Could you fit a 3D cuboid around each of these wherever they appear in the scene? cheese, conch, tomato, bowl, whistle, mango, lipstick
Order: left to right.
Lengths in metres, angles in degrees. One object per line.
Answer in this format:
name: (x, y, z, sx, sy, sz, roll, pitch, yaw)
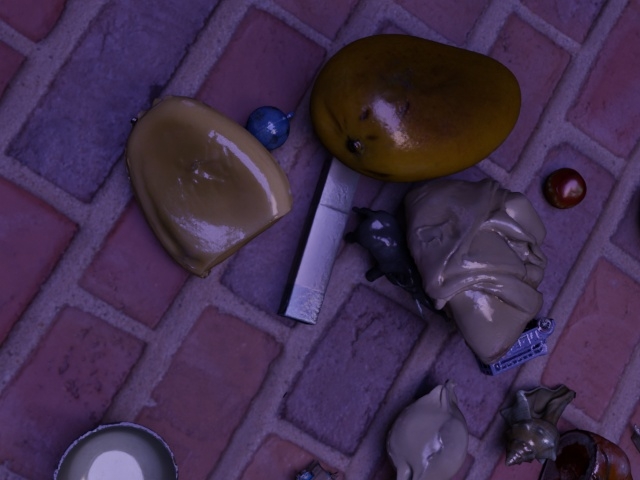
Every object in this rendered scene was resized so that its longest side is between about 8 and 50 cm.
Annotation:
bowl: (-0.357, 0.414, 1.580, 0.211, 0.112, 0.211, 1, 86, -16)
cheese: (-0.217, -0.116, 1.632, 0.260, 0.128, 0.315, -34, 91, -1)
whistle: (-0.114, -0.201, 1.702, 0.158, 0.090, 0.090, -33, 95, -15)
lipstick: (0.000, 0.000, 1.728, 0.068, 0.066, 0.317, 19, 81, -13)
mango: (0.191, -0.257, 1.720, 0.445, 0.220, 0.301, -14, 67, -32)
conch: (0.412, 0.361, 1.801, 0.137, 0.114, 0.234, 43, 41, -18)
tomato: (0.504, -0.106, 1.867, 0.087, 0.075, 0.087, 0, 90, -14)
tomato: (0.535, 0.492, 1.785, 0.155, 0.181, 0.214, 23, 84, -19)

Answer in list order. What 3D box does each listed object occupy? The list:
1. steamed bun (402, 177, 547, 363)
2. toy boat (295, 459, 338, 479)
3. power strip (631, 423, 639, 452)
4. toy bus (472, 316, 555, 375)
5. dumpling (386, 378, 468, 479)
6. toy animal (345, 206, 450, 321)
steamed bun: (0.306, 0.026, 1.657, 0.219, 0.324, 0.309, -29, 120, 20)
toy boat: (-0.046, 0.503, 1.687, 0.084, 0.066, 0.210, 41, 85, 25)
power strip: (0.703, 0.460, 1.895, 0.030, 0.047, 0.191, -35, 96, -19)
toy bus: (0.393, 0.209, 1.817, 0.167, 0.073, 0.076, -21, 90, -13)
dumpling: (0.213, 0.394, 1.725, 0.193, 0.147, 0.258, 52, 57, -47)
toy animal: (0.140, 0.046, 1.726, 0.082, 0.137, 0.269, -38, 99, -17)
